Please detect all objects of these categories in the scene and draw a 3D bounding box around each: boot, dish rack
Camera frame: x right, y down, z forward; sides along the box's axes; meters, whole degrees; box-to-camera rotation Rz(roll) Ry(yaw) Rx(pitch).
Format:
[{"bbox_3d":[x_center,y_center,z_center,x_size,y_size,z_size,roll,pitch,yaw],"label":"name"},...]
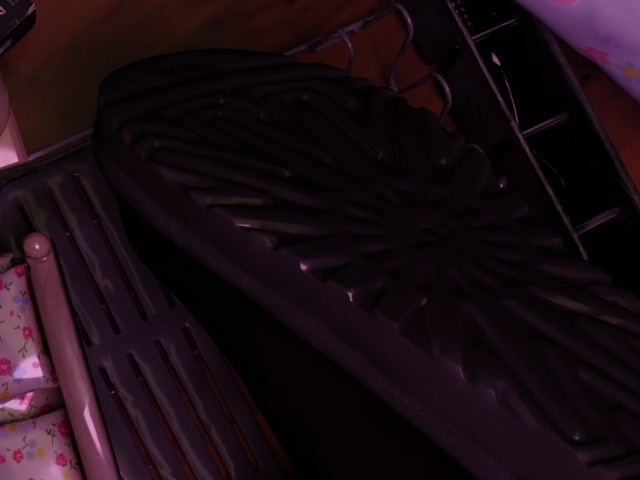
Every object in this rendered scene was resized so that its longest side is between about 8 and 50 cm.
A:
[{"bbox_3d":[0.010,0.106,0.758,0.131,0.260,0.348,-14,43,-39],"label":"boot"},{"bbox_3d":[0.000,0.000,0.875,0.271,0.074,0.208,-26,83,-18],"label":"dish rack"}]

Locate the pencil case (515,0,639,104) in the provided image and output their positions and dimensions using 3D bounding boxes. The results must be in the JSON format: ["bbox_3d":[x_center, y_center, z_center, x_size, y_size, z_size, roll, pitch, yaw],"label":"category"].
[{"bbox_3d":[0.148,-0.129,0.856,0.273,0.124,0.113,36,62,-23],"label":"pencil case"}]

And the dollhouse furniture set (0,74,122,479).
[{"bbox_3d":[-0.238,0.067,0.731,0.303,0.174,0.356,-17,86,-8],"label":"dollhouse furniture set"}]

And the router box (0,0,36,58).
[{"bbox_3d":[-0.202,-0.110,0.868,0.122,0.038,0.092,45,70,0],"label":"router box"}]
